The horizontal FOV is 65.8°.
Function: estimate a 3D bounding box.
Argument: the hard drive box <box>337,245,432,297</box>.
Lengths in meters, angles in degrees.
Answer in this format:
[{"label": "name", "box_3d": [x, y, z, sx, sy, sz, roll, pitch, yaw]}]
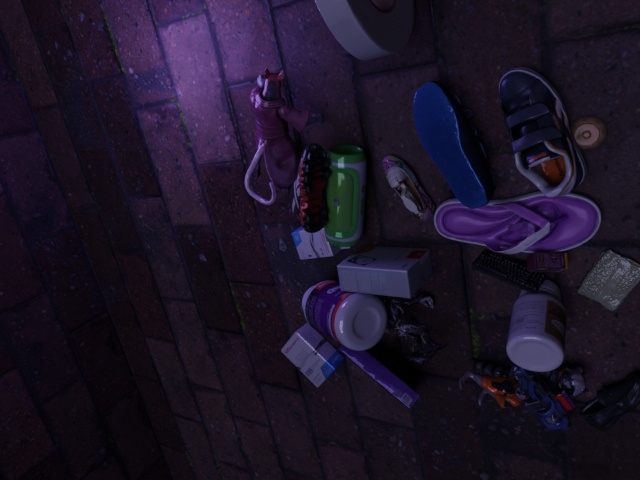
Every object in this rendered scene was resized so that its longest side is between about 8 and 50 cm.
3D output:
[{"label": "hard drive box", "box_3d": [0.198, 0.090, 1.506, 0.232, 0.181, 0.089, 3, 111, 33]}]

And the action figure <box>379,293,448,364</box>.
[{"label": "action figure", "box_3d": [0.280, 0.249, 1.563, 0.275, 0.141, 0.164, 58, 145, 32]}]

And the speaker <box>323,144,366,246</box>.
[{"label": "speaker", "box_3d": [0.074, -0.135, 1.516, 0.131, 0.131, 0.296, 16, 121, 28]}]

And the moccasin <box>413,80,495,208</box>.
[{"label": "moccasin", "box_3d": [0.346, -0.247, 1.283, 0.138, 0.117, 0.342, -14, 103, 46]}]

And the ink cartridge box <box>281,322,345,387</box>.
[{"label": "ink cartridge box", "box_3d": [-0.031, 0.437, 1.897, 0.203, 0.086, 0.148, 44, 129, 10]}]

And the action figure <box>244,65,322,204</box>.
[{"label": "action figure", "box_3d": [-0.159, -0.342, 1.488, 0.248, 0.276, 0.370, 26, 141, 24]}]

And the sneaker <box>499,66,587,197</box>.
[{"label": "sneaker", "box_3d": [0.507, -0.250, 1.152, 0.126, 0.127, 0.321, -29, 93, 53]}]

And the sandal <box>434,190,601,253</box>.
[{"label": "sandal", "box_3d": [0.494, -0.032, 1.292, 0.416, 0.102, 0.169, -1, 113, 34]}]

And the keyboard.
[{"label": "keyboard", "box_3d": [0.513, 0.074, 1.333, 0.180, 0.108, 0.023, 26, 136, 32]}]

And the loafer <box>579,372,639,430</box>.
[{"label": "loafer", "box_3d": [0.788, 0.432, 1.337, 0.078, 0.076, 0.223, 27, 129, 12]}]

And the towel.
[{"label": "towel", "box_3d": [0.729, 0.101, 1.245, 0.110, 0.027, 0.148, 32, 127, 19]}]

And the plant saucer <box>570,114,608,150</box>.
[{"label": "plant saucer", "box_3d": [0.621, -0.249, 1.154, 0.083, 0.015, 0.083, 15, 120, 28]}]

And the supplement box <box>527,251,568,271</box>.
[{"label": "supplement box", "box_3d": [0.585, 0.056, 1.278, 0.083, 0.055, 0.043, 1, 77, 1]}]

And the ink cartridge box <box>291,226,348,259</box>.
[{"label": "ink cartridge box", "box_3d": [0.000, 0.000, 1.675, 0.180, 0.060, 0.104, -8, 107, 37]}]

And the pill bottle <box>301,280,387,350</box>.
[{"label": "pill bottle", "box_3d": [0.063, 0.232, 1.618, 0.323, 0.181, 0.181, 12, 123, 61]}]

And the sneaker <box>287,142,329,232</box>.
[{"label": "sneaker", "box_3d": [-0.042, -0.164, 1.474, 0.135, 0.098, 0.276, 40, 137, 46]}]

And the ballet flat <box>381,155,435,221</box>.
[{"label": "ballet flat", "box_3d": [0.245, -0.148, 1.421, 0.077, 0.079, 0.221, -37, 89, 41]}]

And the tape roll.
[{"label": "tape roll", "box_3d": [0.094, -0.602, 1.098, 0.072, 0.392, 0.392, -4, 110, 37]}]

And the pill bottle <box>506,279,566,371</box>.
[{"label": "pill bottle", "box_3d": [0.559, 0.209, 1.273, 0.131, 0.229, 0.131, 15, 133, 17]}]

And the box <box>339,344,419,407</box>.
[{"label": "box", "box_3d": [0.195, 0.449, 1.693, 0.293, 0.057, 0.201, 39, 170, 13]}]

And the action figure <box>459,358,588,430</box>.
[{"label": "action figure", "box_3d": [0.573, 0.392, 1.408, 0.330, 0.178, 0.341, -11, 131, 33]}]
